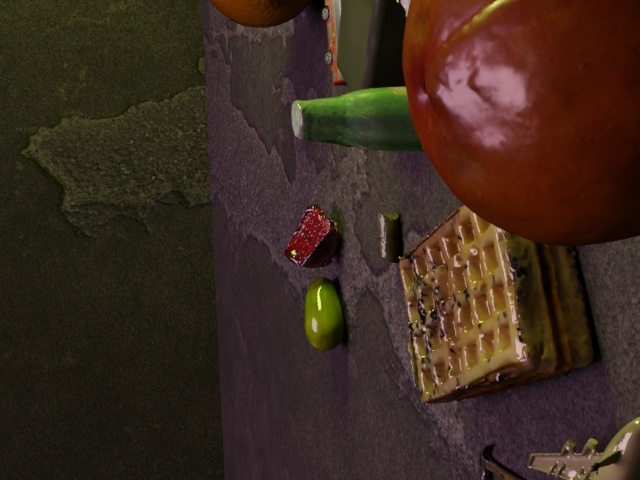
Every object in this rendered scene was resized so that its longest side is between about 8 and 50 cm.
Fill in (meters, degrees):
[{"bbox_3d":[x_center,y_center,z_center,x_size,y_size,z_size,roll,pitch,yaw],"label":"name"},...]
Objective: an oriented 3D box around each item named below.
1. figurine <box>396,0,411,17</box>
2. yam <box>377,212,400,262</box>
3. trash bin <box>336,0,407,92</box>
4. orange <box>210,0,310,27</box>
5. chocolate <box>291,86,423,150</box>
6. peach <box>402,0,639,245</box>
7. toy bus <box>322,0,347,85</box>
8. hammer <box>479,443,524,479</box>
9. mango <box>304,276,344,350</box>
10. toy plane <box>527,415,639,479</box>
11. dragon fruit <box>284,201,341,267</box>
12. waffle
[{"bbox_3d":[0.209,-0.256,1.267,0.144,0.182,0.256,46,-158,-56],"label":"figurine"},{"bbox_3d":[0.127,-0.006,1.777,0.043,0.043,0.094,-152,60,-70],"label":"yam"},{"bbox_3d":[0.108,-0.362,1.603,0.164,0.122,0.240,-113,22,-43],"label":"trash bin"},{"bbox_3d":[-0.128,-0.592,2.060,0.274,0.274,0.274,175,90,-73],"label":"orange"},{"bbox_3d":[0.103,-0.174,1.374,0.110,0.291,0.110,178,90,-73],"label":"chocolate"},{"bbox_3d":[0.236,-0.162,0.919,0.343,0.302,0.342,176,90,-72],"label":"peach"},{"bbox_3d":[0.050,-0.402,1.876,0.077,0.065,0.192,3,98,62],"label":"toy bus"},{"bbox_3d":[0.283,0.350,1.420,0.182,0.017,0.062,-168,73,-71],"label":"hammer"},{"bbox_3d":[0.008,0.169,2.163,0.117,0.089,0.163,98,172,-59],"label":"mango"},{"bbox_3d":[0.334,0.304,1.113,0.242,0.104,0.256,45,147,42],"label":"toy plane"},{"bbox_3d":[0.000,0.000,2.140,0.147,0.096,0.102,-56,43,16],"label":"dragon fruit"},{"bbox_3d":[0.226,0.084,1.354,0.376,0.114,0.260,134,128,-68],"label":"waffle"}]
